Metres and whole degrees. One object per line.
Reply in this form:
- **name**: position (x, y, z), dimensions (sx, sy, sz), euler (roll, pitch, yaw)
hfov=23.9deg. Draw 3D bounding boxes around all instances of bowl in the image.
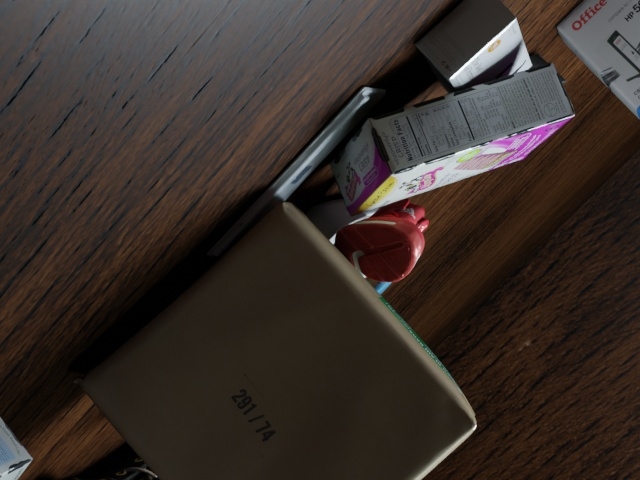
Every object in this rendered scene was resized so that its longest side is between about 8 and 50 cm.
- **bowl**: position (0.000, 0.000, 1.864), dimensions (0.142, 0.053, 0.142), euler (-47, 167, 23)

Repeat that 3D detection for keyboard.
- **keyboard**: position (-0.026, -0.072, 1.639), dimensions (0.256, 0.014, 0.072), euler (-46, 173, 17)

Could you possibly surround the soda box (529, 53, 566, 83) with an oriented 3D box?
- **soda box**: position (0.250, -0.193, 1.962), dimensions (0.169, 0.060, 0.053), euler (-26, 159, -52)

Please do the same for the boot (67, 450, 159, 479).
- **boot**: position (-0.228, 0.322, 2.068), dimensions (0.284, 0.138, 0.377), euler (-43, 163, -15)

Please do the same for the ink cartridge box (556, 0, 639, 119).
- **ink cartridge box**: position (0.432, -0.255, 1.986), dimensions (0.148, 0.203, 0.086), euler (-44, 166, 9)

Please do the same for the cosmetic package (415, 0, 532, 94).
- **cosmetic package**: position (0.176, -0.206, 1.688), dimensions (0.099, 0.060, 0.239), euler (-44, 168, 5)

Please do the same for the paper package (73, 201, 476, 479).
- **paper package**: position (-0.039, 0.172, 1.658), dimensions (0.309, 0.325, 0.168), euler (-42, 174, 3)

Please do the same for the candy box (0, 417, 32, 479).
- **candy box**: position (-0.402, 0.269, 1.489), dimensions (0.196, 0.070, 0.165), euler (-26, 159, -51)

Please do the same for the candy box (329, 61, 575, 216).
- **candy box**: position (0.144, -0.111, 1.682), dimensions (0.233, 0.071, 0.159), euler (-18, 170, -19)

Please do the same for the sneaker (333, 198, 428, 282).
- **sneaker**: position (0.081, -0.016, 1.731), dimensions (0.128, 0.087, 0.221), euler (-44, -169, -24)

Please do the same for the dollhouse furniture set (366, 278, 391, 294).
- **dollhouse furniture set**: position (0.031, 0.102, 2.128), dimensions (0.183, 0.129, 0.129), euler (-48, 166, 30)
